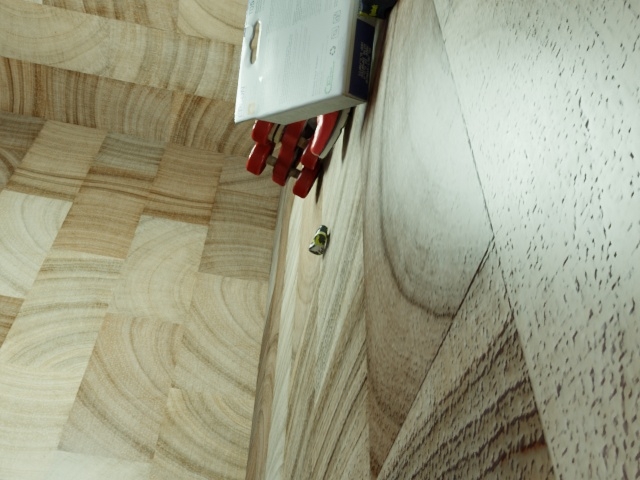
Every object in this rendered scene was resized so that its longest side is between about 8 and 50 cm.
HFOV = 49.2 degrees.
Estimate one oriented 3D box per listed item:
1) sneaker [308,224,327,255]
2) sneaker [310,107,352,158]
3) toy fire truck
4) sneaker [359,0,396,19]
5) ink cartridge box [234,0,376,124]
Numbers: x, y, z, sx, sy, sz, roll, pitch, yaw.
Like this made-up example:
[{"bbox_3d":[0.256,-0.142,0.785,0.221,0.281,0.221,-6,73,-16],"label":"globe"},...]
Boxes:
[{"bbox_3d":[0.000,0.000,1.391,0.083,0.031,0.035,118,175,-57],"label":"sneaker"},{"bbox_3d":[0.008,-0.304,1.374,0.107,0.118,0.279,-105,26,-78],"label":"sneaker"},{"bbox_3d":[-0.047,-0.273,1.723,0.254,0.169,0.302,-62,-3,-32],"label":"toy fire truck"},{"bbox_3d":[0.091,-0.391,1.089,0.144,0.053,0.059,-162,85,-82],"label":"sneaker"},{"bbox_3d":[-0.027,-0.386,1.290,0.330,0.071,0.324,-2,80,51],"label":"ink cartridge box"}]
